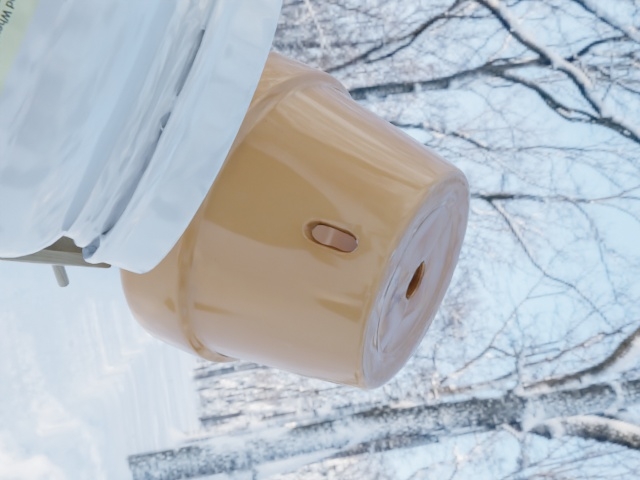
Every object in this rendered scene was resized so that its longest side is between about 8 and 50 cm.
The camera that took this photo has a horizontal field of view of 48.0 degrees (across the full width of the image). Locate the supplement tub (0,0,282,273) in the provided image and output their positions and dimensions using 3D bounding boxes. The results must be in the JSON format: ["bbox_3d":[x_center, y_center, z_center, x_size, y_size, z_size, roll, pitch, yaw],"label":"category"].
[{"bbox_3d":[-0.206,-0.130,0.356,0.235,0.325,0.235,-48,-151,38],"label":"supplement tub"}]

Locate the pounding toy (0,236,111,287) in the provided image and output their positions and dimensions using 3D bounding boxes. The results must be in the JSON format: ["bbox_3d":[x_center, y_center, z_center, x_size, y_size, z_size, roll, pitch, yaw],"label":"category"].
[{"bbox_3d":[-0.233,-0.026,0.595,0.141,0.100,0.130,10,83,-57],"label":"pounding toy"}]

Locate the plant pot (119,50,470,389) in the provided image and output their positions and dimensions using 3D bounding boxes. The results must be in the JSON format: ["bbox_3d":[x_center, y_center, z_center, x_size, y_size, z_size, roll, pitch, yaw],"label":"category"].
[{"bbox_3d":[0.000,0.000,0.641,0.204,0.291,0.290,23,-45,24],"label":"plant pot"}]
